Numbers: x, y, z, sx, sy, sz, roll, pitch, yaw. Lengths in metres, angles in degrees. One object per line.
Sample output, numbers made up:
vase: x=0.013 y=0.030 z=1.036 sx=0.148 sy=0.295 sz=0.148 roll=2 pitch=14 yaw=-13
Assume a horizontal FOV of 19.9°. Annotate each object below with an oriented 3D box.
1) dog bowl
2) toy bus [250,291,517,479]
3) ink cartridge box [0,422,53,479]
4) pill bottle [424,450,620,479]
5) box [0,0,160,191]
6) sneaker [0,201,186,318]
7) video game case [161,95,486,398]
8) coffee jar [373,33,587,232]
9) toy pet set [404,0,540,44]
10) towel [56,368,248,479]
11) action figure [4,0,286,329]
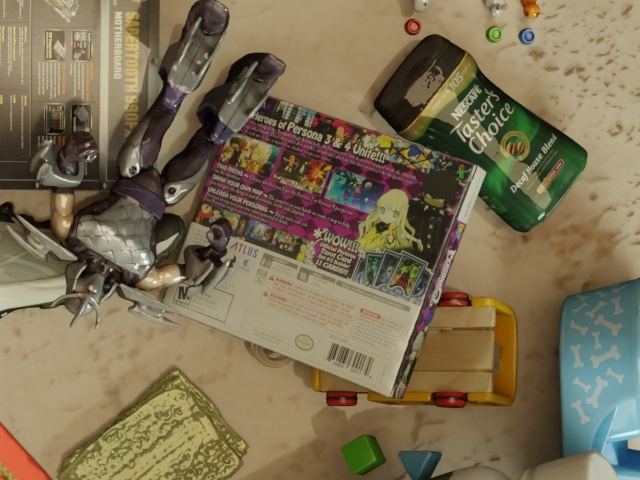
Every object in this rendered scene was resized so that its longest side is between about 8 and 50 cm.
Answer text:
dog bowl: x=0.257 y=0.180 z=1.614 sx=0.074 sy=0.166 sz=0.297 roll=-2 pitch=93 yaw=15
toy bus: x=0.076 y=0.101 z=1.606 sx=0.191 sy=0.104 sz=0.202 roll=-45 pitch=68 yaw=9
ink cartridge box: x=-0.398 y=0.204 z=1.564 sx=0.239 sy=0.060 sz=0.275 roll=-41 pitch=97 yaw=-4
pill bottle: x=0.083 y=0.304 z=1.504 sx=0.361 sy=0.204 sz=0.204 roll=-20 pitch=96 yaw=18
box: x=-0.228 y=-0.158 z=1.558 sx=0.183 sy=0.056 sz=0.231 roll=-1 pitch=102 yaw=-9
sneaker: x=-0.249 y=0.011 z=1.560 sx=0.271 sy=0.100 sz=0.108 roll=-13 pitch=87 yaw=-8
video game case: x=0.000 y=0.000 z=1.571 sx=0.232 sy=0.042 sz=0.210 roll=19 pitch=89 yaw=22
coffee jar: x=0.141 y=-0.097 z=1.623 sx=0.184 sy=0.079 sz=0.096 roll=38 pitch=86 yaw=-8
toy pet set: x=0.143 y=-0.236 z=1.624 sx=0.122 sy=0.065 sz=0.114 roll=2 pitch=92 yaw=-9
towel: x=-0.147 y=0.197 z=1.617 sx=0.148 sy=0.027 sz=0.110 roll=-40 pitch=98 yaw=-6
action figure: x=-0.139 y=-0.053 z=1.498 sx=0.185 sy=0.099 sz=0.285 roll=35 pitch=72 yaw=-22
